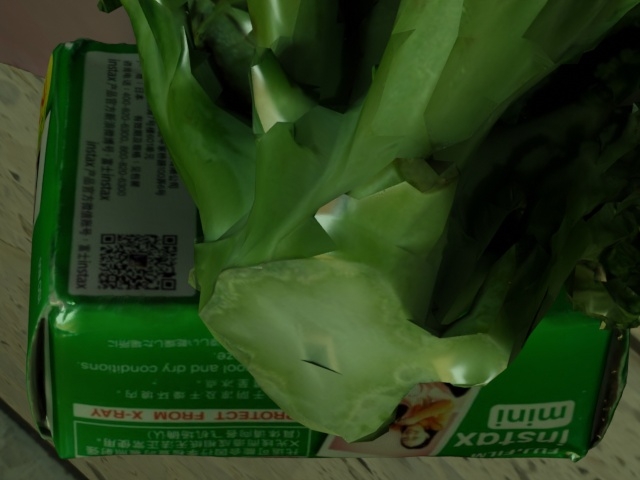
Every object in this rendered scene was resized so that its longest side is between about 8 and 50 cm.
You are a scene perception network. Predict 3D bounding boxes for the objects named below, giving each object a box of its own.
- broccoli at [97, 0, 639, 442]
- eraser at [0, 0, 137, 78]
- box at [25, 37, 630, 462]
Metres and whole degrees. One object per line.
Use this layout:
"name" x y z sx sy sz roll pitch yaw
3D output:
"broccoli" 0.047 -0.082 0.609 0.308 0.275 0.308 13 144 10
"eraser" -0.170 -0.208 0.976 0.359 0.122 0.272 23 150 47
"box" 0.000 0.000 0.825 0.250 0.180 0.103 1 138 -3
